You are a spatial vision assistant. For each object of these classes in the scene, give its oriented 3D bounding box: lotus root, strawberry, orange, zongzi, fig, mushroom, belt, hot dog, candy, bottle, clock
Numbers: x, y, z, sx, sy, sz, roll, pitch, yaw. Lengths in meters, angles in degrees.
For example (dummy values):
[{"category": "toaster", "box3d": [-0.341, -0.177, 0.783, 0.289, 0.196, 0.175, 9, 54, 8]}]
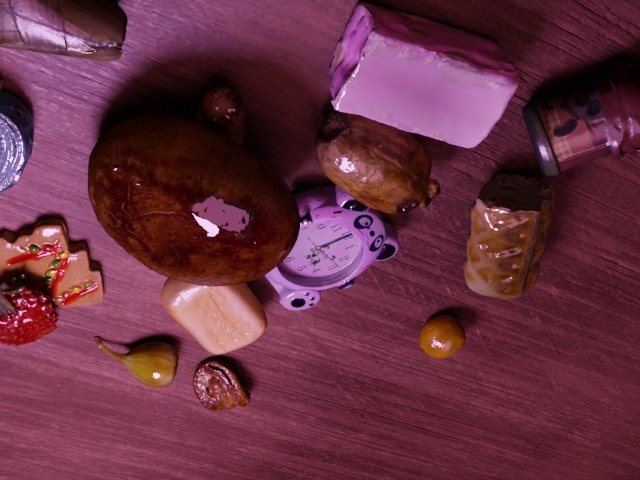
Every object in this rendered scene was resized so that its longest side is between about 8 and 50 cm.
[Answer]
[{"category": "lotus root", "box3d": [0.103, -0.126, 1.710, 0.260, 0.128, 0.145, 30, 83, -34]}, {"category": "strawberry", "box3d": [-0.538, 0.149, 1.864, 0.167, 0.087, 0.208, -12, 147, 19]}, {"category": "orange", "box3d": [0.243, 0.194, 2.086, 0.095, 0.085, 0.085, -34, 130, 19]}, {"category": "zongzi", "box3d": [-0.366, -0.361, 1.410, 0.221, 0.112, 0.242, 6, 132, -13]}, {"category": "fig", "box3d": [-0.356, 0.230, 2.037, 0.166, 0.093, 0.093, 16, 136, 13]}, {"category": "mushroom", "box3d": [-0.211, -0.057, 1.654, 0.239, 0.345, 0.345, -32, 151, -41]}, {"category": "belt", "box3d": [-0.516, -0.153, 1.610, 0.163, 0.082, 0.148, -25, 123, 19]}, {"category": "hot dog", "box3d": [-0.201, 0.302, 2.127, 0.099, 0.065, 0.147, -11, 138, 14]}, {"category": "candy", "box3d": [0.154, -0.256, 1.608, 0.265, 0.116, 0.155, 14, 133, -21]}, {"category": "bottle", "box3d": [0.474, -0.210, 1.697, 0.271, 0.143, 0.156, -19, 96, 12]}, {"category": "clock", "box3d": [0.000, 0.000, 1.850, 0.247, 0.090, 0.227, -24, 134, 11]}]

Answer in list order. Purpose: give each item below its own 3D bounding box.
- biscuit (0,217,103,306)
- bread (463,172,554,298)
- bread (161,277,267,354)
[{"category": "biscuit", "box3d": [-0.481, 0.058, 1.853, 0.212, 0.041, 0.238, -37, 128, 23]}, {"category": "bread", "box3d": [0.338, 0.002, 1.885, 0.152, 0.130, 0.268, -8, 136, -8]}, {"category": "bread", "box3d": [-0.195, 0.114, 1.918, 0.147, 0.098, 0.217, -22, 136, 10]}]
